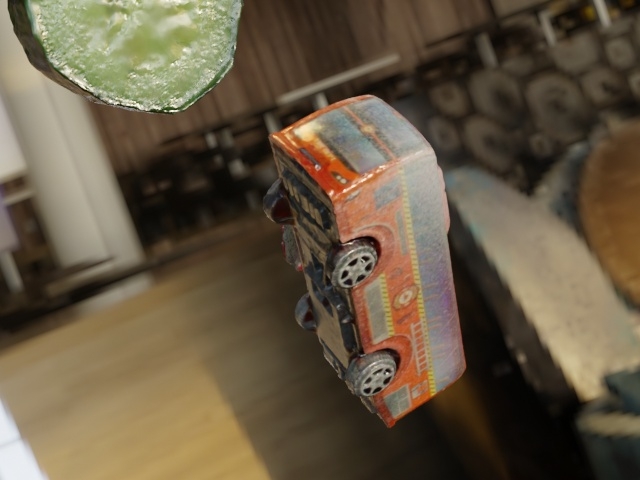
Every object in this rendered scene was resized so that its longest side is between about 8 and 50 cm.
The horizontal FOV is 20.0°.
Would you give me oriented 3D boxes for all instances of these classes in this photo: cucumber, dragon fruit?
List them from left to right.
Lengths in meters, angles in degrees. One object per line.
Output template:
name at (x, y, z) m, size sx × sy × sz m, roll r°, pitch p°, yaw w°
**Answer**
cucumber at (-0.165, -0.191, 1.558) m, size 0.191 × 0.191 × 0.130 m, roll -21°, pitch 11°, yaw -14°
dragon fruit at (0.000, 0.000, 1.732) m, size 0.060 × 0.056 × 0.083 m, roll -4°, pitch 17°, yaw -22°

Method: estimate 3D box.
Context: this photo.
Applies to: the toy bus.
toy bus at (0.025, 0.012, 0.897) m, size 0.077 × 0.192 × 0.065 m, roll -32°, pitch 52°, yaw -16°
